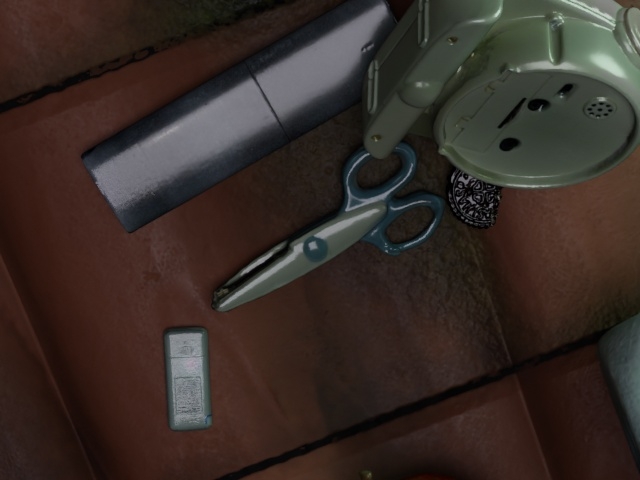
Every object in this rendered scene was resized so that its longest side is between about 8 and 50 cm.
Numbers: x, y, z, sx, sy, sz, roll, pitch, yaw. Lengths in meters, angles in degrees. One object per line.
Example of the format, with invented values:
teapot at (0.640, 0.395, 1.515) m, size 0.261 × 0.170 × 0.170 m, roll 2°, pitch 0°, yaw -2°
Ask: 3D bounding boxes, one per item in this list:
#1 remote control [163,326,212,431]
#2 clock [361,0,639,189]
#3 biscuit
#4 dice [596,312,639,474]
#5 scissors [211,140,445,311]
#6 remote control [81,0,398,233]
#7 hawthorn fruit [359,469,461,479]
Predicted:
remote control at (-0.153, 0.161, 1.808) m, size 0.053 × 0.018 × 0.124 m, roll -3°, pitch 103°, yaw -3°
clock at (0.225, -0.157, 1.647) m, size 0.324 × 0.109 × 0.265 m, roll 14°, pitch 145°, yaw -17°
biscuit at (0.183, -0.059, 1.780) m, size 0.087 × 0.027 × 0.089 m, roll -35°, pitch 103°, yaw 3°
dice at (0.465, 0.186, 1.696) m, size 0.268 × 0.262 × 0.265 m, roll -20°, pitch 75°, yaw 7°
scissors at (0.000, 0.000, 1.771) m, size 0.289 × 0.041 × 0.138 m, roll -32°, pitch 112°, yaw -1°
remote control at (-0.077, -0.144, 1.732) m, size 0.377 × 0.044 × 0.107 m, roll -30°, pitch 110°, yaw 3°
hawthorn fruit at (0.121, 0.356, 1.789) m, size 0.205 × 0.205 × 0.253 m, roll -36°, pitch 96°, yaw 4°
